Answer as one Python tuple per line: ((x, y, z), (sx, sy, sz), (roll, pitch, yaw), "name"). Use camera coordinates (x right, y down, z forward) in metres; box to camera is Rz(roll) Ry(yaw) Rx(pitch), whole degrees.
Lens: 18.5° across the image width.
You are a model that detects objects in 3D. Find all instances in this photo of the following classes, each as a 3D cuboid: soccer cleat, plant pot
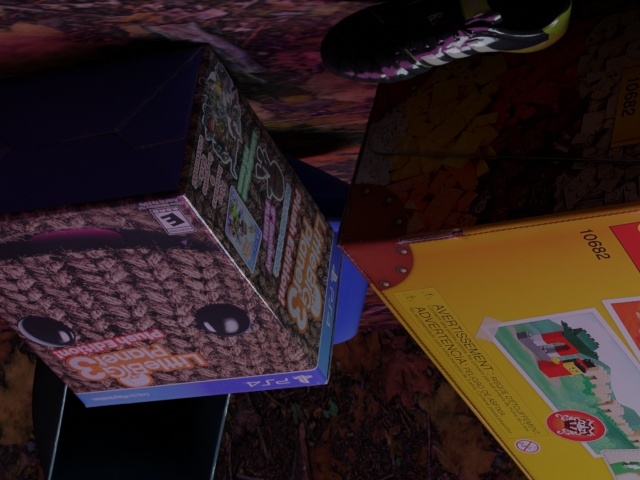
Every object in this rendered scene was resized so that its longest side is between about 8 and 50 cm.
((0.088, -0.152, 1.367), (0.179, 0.060, 0.072), (-10, 164, -8), "soccer cleat")
((-0.206, 0.128, 1.985), (0.166, 0.165, 0.234), (4, -158, -21), "plant pot")

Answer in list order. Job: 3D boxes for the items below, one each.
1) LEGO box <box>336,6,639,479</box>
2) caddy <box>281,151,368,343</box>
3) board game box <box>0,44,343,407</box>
((0.303, 0.048, 1.602), (0.373, 0.193, 0.500), (-9, 139, 30), "LEGO box")
((-0.097, -0.010, 1.905), (0.341, 0.179, 0.241), (0, -166, -35), "caddy")
((-0.144, -0.002, 1.591), (0.232, 0.141, 0.291), (-8, 145, 22), "board game box")
